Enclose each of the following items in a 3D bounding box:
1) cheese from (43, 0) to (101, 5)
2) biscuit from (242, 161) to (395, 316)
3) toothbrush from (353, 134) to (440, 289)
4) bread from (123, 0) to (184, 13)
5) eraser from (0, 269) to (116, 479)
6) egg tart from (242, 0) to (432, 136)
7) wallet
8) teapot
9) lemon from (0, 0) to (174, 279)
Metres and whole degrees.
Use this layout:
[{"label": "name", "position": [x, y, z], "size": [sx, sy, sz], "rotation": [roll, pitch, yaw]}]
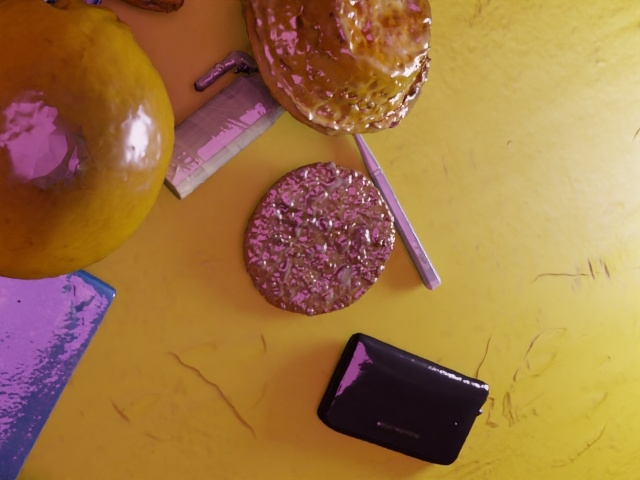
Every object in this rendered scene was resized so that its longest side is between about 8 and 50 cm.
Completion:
[{"label": "cheese", "position": [-0.401, -0.318, 0.867], "size": [0.320, 0.083, 0.204], "rotation": [5, 95, -10]}, {"label": "biscuit", "position": [0.000, 0.000, 1.078], "size": [0.219, 0.033, 0.220], "rotation": [-5, 105, -17]}, {"label": "toothbrush", "position": [0.089, -0.077, 1.106], "size": [0.025, 0.030, 0.342], "rotation": [-31, 107, -9]}, {"label": "bread", "position": [-0.197, -0.385, 0.940], "size": [0.114, 0.083, 0.211], "rotation": [15, 92, -25]}, {"label": "eraser", "position": [-0.385, 0.166, 0.965], "size": [0.144, 0.042, 0.312], "rotation": [29, 87, -20]}, {"label": "egg tart", "position": [0.044, -0.269, 0.982], "size": [0.294, 0.123, 0.294], "rotation": [5, 81, -35]}, {"label": "wallet", "position": [0.126, 0.239, 1.152], "size": [0.250, 0.044, 0.149], "rotation": [25, 92, -20]}, {"label": "teapot", "position": [-0.134, -0.153, 0.999], "size": [0.200, 0.077, 0.107], "rotation": [-40, 87, -11]}, {"label": "lemon", "position": [-0.300, -0.106, 0.839], "size": [0.297, 0.297, 0.297], "rotation": [-2, 97, -19]}]
